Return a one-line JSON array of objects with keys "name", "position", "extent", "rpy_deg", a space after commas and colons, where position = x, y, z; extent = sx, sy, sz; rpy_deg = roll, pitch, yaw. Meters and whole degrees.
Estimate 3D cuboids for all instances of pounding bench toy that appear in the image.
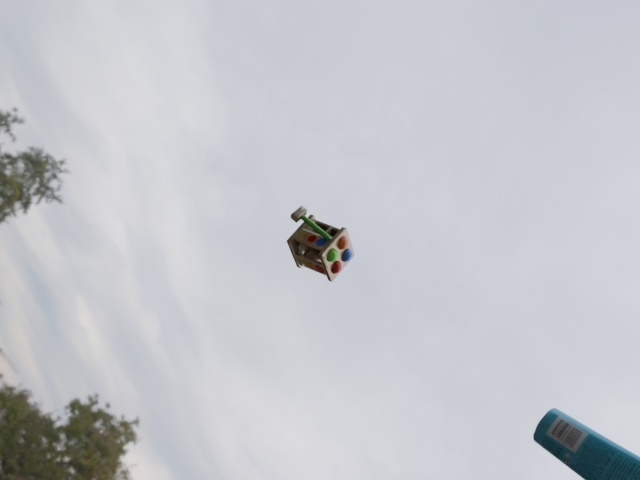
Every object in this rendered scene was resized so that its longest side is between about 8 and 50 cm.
[{"name": "pounding bench toy", "position": [0.000, 0.000, 0.779], "extent": [0.065, 0.052, 0.083], "rpy_deg": [21, -33, 35]}]

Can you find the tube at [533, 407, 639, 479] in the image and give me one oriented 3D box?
[{"name": "tube", "position": [0.356, 0.279, 0.748], "extent": [0.207, 0.052, 0.080], "rpy_deg": [32, -76, 43]}]
